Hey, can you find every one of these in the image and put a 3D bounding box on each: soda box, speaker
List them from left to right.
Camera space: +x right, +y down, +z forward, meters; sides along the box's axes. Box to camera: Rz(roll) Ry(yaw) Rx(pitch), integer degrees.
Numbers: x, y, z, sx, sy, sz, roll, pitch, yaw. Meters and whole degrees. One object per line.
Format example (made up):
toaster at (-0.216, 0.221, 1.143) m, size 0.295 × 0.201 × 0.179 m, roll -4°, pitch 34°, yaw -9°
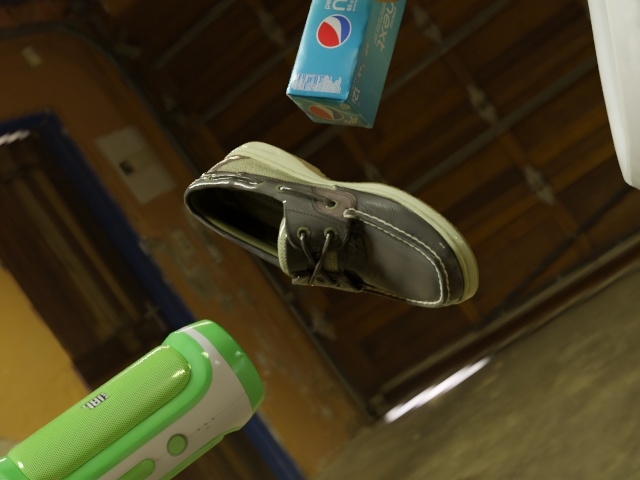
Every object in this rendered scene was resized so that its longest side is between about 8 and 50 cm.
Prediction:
speaker at (-0.203, 0.206, 1.183) m, size 0.296 × 0.131 × 0.131 m, roll -36°, pitch -1°, yaw -22°
soda box at (0.035, -0.219, 1.135) m, size 0.071 × 0.067 × 0.210 m, roll 39°, pitch -116°, yaw -60°

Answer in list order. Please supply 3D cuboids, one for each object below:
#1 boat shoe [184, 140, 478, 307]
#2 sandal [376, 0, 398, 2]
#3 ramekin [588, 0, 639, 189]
boat shoe at (-0.001, -0.001, 0.768) m, size 0.073 × 0.223 × 0.080 m, roll -33°, pitch -47°, yaw -34°
sandal at (0.016, -0.239, 0.933) m, size 0.049 × 0.180 × 0.072 m, roll -39°, pitch -41°, yaw -28°
ramekin at (0.235, -0.148, 0.725) m, size 0.127 × 0.273 × 0.273 m, roll -10°, pitch 4°, yaw 12°
